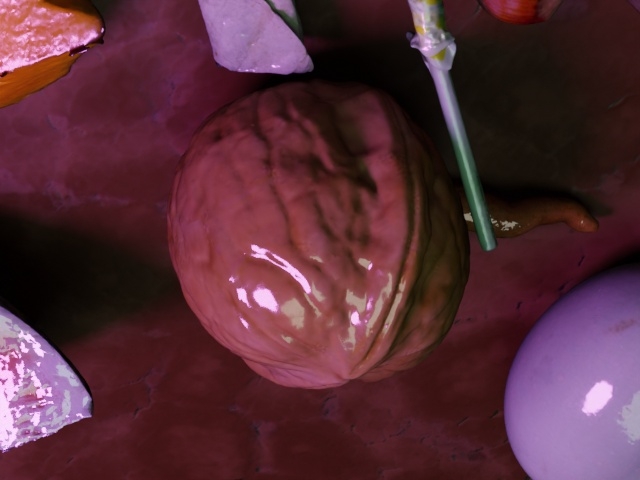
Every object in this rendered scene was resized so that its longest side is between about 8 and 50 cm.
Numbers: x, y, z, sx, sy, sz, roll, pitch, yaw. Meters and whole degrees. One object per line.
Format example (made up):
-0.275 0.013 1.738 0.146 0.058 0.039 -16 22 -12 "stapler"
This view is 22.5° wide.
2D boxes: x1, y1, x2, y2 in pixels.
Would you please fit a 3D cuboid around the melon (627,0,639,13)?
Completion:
0.250 -0.230 0.900 0.249 0.248 0.329 -22 123 14 "melon"

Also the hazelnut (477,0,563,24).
0.131 -0.184 1.061 0.086 0.086 0.086 -4 135 -4 "hazelnut"

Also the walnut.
0.000 0.000 1.121 0.228 0.228 0.228 -4 135 -4 "walnut"

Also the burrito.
-0.047 -0.162 1.077 0.074 0.044 0.118 4 136 16 "burrito"

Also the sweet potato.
0.133 -0.021 1.244 0.179 0.044 0.044 2 134 -9 "sweet potato"

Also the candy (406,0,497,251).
0.081 -0.126 1.053 0.083 0.091 0.305 6 127 37 "candy"

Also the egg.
0.242 0.116 1.304 0.168 0.168 0.231 14 128 -20 "egg"

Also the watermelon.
-0.320 0.108 1.218 0.305 0.180 0.224 -16 149 7 "watermelon"

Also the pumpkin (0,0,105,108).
-0.245 -0.148 1.050 0.254 0.149 0.130 -19 91 17 "pumpkin"
